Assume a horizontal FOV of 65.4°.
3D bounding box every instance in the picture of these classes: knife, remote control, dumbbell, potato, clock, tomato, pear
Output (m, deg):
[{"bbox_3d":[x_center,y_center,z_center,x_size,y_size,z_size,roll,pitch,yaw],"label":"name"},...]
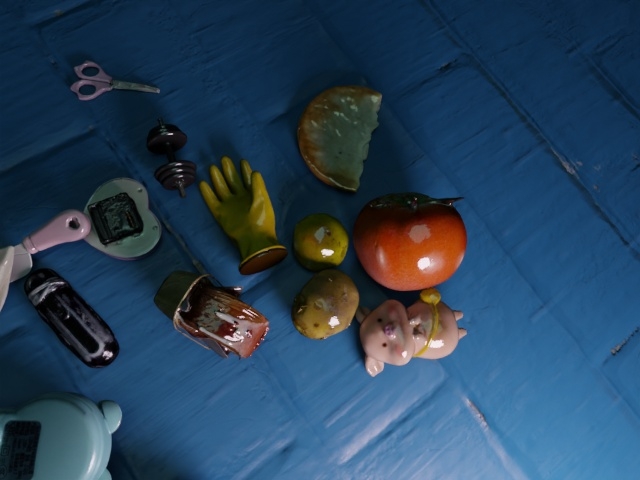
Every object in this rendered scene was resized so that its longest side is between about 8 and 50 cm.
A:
[{"bbox_3d":[-0.652,0.036,1.082,0.336,0.043,0.081,-29,96,-2],"label":"knife"},{"bbox_3d":[-0.535,0.161,1.061,0.266,0.066,0.090,45,68,5],"label":"remote control"},{"bbox_3d":[-0.353,-0.196,1.182,0.099,0.099,0.209,-17,77,-14],"label":"dumbbell"},{"bbox_3d":[0.015,0.143,1.129,0.137,0.137,0.176,36,69,3],"label":"potato"},{"bbox_3d":[-0.465,-0.046,1.137,0.172,0.064,0.198,-22,77,-16],"label":"clock"},{"bbox_3d":[0.200,-0.004,1.137,0.255,0.256,0.225,-10,106,-12],"label":"tomato"},{"bbox_3d":[0.000,0.000,1.182,0.141,0.104,0.141,2,72,-5],"label":"pear"}]

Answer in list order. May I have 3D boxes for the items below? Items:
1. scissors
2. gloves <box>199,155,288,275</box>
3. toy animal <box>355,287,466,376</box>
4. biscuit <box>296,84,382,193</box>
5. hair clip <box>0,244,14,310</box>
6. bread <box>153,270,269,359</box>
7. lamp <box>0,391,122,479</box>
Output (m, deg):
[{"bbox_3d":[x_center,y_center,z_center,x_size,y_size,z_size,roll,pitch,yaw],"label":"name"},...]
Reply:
[{"bbox_3d":[-0.515,-0.394,1.257,0.212,0.021,0.110,5,75,-7],"label":"scissors"},{"bbox_3d":[-0.190,-0.074,1.179,0.133,0.116,0.294,-18,71,-21],"label":"gloves"},{"bbox_3d":[0.211,0.201,1.135,0.248,0.149,0.165,-6,61,-4],"label":"toy animal"},{"bbox_3d":[0.041,-0.280,1.304,0.204,0.040,0.309,17,71,-4],"label":"biscuit"},{"bbox_3d":[-0.752,0.132,1.017,0.172,0.113,0.282,15,68,-10],"label":"hair clip"},{"bbox_3d":[-0.215,0.153,1.034,0.211,0.224,0.142,20,69,21],"label":"bread"},{"bbox_3d":[-0.534,0.395,0.946,0.284,0.147,0.209,7,70,-16],"label":"lamp"}]
